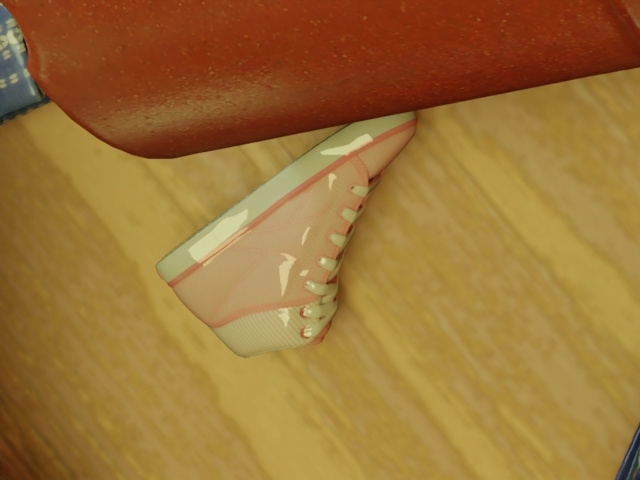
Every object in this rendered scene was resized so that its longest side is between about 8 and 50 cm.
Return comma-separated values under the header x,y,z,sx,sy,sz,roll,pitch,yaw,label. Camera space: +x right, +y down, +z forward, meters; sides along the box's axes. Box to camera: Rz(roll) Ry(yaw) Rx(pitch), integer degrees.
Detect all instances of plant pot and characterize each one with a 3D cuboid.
x,y,z,sx,sy,sz,roll,pitch,yaw,label
0.028,-0.155,0.558,0.265,0.272,0.272,-15,95,23,plant pot

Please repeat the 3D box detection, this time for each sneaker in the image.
x,y,z,sx,sy,sz,roll,pitch,yaw,label
0.000,0.000,0.686,0.134,0.051,0.070,-36,90,19,sneaker

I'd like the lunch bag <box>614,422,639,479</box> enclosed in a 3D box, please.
x,y,z,sx,sy,sz,roll,pitch,yaw,label
0.189,0.090,0.635,0.129,0.096,0.151,24,118,7,lunch bag

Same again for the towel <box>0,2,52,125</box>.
x,y,z,sx,sy,sz,roll,pitch,yaw,label
-0.277,-0.182,0.730,0.243,0.040,0.336,-18,95,17,towel
